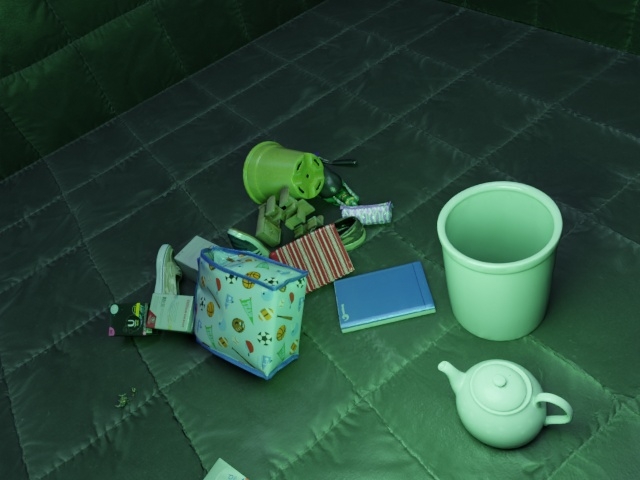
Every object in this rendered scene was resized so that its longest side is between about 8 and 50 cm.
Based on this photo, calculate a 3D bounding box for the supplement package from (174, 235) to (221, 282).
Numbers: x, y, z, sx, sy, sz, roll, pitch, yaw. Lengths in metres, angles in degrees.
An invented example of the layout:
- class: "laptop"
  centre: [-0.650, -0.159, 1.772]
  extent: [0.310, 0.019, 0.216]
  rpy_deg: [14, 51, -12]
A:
- class: "supplement package"
  centre: [-0.424, 0.105, 2.009]
  extent: [0.244, 0.139, 0.134]
  rpy_deg: [23, 59, 32]

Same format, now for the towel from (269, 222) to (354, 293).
- class: "towel"
  centre: [-0.035, 0.080, 1.877]
  extent: [0.274, 0.031, 0.199]
  rpy_deg: [-26, 80, 9]

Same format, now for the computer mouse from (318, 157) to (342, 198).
- class: "computer mouse"
  centre: [-0.012, -0.263, 2.199]
  extent: [0.188, 0.072, 0.272]
  rpy_deg: [-51, 40, -2]

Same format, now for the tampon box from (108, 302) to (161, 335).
- class: "tampon box"
  centre: [-0.688, 0.296, 1.915]
  extent: [0.160, 0.101, 0.121]
  rpy_deg: [-4, 78, 15]

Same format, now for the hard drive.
- class: "hard drive"
  centre: [0.214, 0.192, 1.779]
  extent: [0.318, 0.040, 0.210]
  rpy_deg: [-14, 46, 6]

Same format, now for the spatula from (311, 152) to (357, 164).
- class: "spatula"
  centre: [0.036, -0.370, 2.372]
  extent: [0.296, 0.030, 0.084]
  rpy_deg: [9, 50, 26]

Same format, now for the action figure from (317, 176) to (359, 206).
- class: "action figure"
  centre: [0.090, -0.191, 2.163]
  extent: [0.137, 0.063, 0.232]
  rpy_deg: [-43, 44, -6]

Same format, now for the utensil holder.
- class: "utensil holder"
  centre: [0.531, 0.072, 1.543]
  extent: [0.327, 0.386, 0.328]
  rpy_deg: [-9, 47, 10]

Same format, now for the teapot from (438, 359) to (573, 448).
- class: "teapot"
  centre: [0.487, 0.418, 1.375]
  extent: [0.255, 0.187, 0.253]
  rpy_deg: [-21, 45, -2]

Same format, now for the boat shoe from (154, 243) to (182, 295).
- class: "boat shoe"
  centre: [-0.606, 0.147, 2.072]
  extent: [0.094, 0.109, 0.303]
  rpy_deg: [-5, 56, -4]

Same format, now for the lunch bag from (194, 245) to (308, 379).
- class: "lunch bag"
  centre: [-0.252, 0.215, 1.692]
  extent: [0.385, 0.328, 0.239]
  rpy_deg: [14, 16, 28]

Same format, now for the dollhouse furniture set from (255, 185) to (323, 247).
- class: "dollhouse furniture set"
  centre: [-0.136, -0.105, 2.063]
  extent: [0.242, 0.212, 0.161]
  rpy_deg: [-29, 40, 30]

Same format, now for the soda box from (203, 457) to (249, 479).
- class: "soda box"
  centre: [-0.189, 0.714, 1.388]
  extent: [0.286, 0.098, 0.091]
  rpy_deg: [20, 57, 33]

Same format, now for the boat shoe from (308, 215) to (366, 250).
- class: "boat shoe"
  centre: [0.000, 0.000, 1.968]
  extent: [0.355, 0.130, 0.132]
  rpy_deg: [-27, 45, -7]

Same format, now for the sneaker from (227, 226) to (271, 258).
- class: "sneaker"
  centre: [-0.276, 0.066, 1.845]
  extent: [0.099, 0.282, 0.153]
  rpy_deg: [24, 79, 25]

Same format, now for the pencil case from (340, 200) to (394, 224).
- class: "pencil case"
  centre: [0.186, -0.106, 2.035]
  extent: [0.206, 0.088, 0.086]
  rpy_deg: [-6, 45, 14]

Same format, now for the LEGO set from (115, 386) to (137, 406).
- class: "LEGO set"
  centre: [-0.667, 0.545, 1.766]
  extent: [0.083, 0.024, 0.054]
  rpy_deg: [-26, 46, -25]

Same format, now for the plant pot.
- class: "plant pot"
  centre: [-0.130, -0.267, 2.105]
  extent: [0.253, 0.276, 0.276]
  rpy_deg: [10, 51, 43]

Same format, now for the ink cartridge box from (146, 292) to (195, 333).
- class: "ink cartridge box"
  centre: [-0.514, 0.270, 1.868]
  extent: [0.176, 0.127, 0.128]
  rpy_deg: [3, 74, 21]
